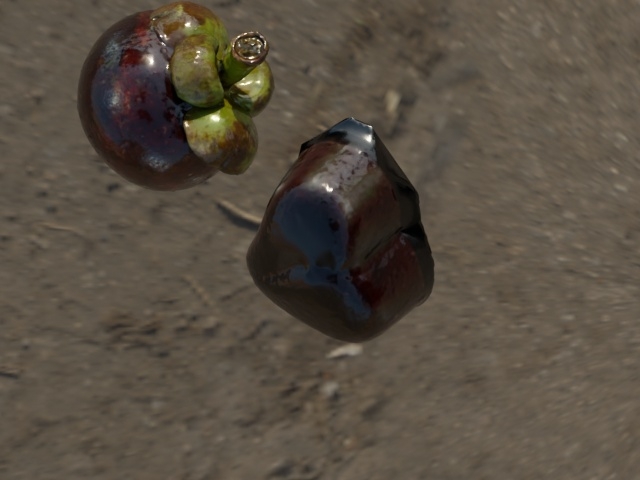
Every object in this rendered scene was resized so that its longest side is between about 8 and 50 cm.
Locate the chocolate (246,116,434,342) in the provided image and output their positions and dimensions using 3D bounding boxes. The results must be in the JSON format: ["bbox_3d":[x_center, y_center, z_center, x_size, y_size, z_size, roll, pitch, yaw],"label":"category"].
[{"bbox_3d":[0.000,0.000,1.273,0.125,0.080,0.148,2,121,30],"label":"chocolate"}]

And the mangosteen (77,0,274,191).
[{"bbox_3d":[-0.103,-0.122,1.516,0.181,0.146,0.156,-28,96,19],"label":"mangosteen"}]
